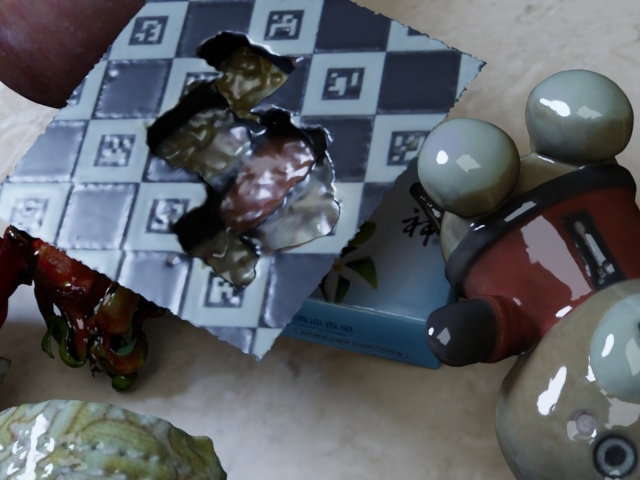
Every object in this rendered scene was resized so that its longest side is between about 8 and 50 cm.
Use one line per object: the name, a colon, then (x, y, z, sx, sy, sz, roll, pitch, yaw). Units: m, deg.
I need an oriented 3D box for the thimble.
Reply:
thimble: (-0.160, 0.205, 0.904, 0.190, 0.137, 0.144, 5, 60, 10)

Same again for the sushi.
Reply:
sushi: (-0.065, -0.070, 0.952, 0.292, 0.059, 0.294, 28, 71, 28)

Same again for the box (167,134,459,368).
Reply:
box: (0.000, 0.000, 0.989, 0.232, 0.083, 0.143, 11, 61, 12)

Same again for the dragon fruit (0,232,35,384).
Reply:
dragon fruit: (-0.393, 0.003, 1.047, 0.343, 0.282, 0.100, 32, 33, 4)

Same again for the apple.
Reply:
apple: (-0.206, -0.273, 1.138, 0.305, 0.235, 0.306, -41, 20, 18)

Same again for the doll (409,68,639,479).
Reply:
doll: (0.183, 0.059, 0.838, 0.235, 0.174, 0.330, -20, 68, -15)

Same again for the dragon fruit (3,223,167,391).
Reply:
dragon fruit: (-0.191, 0.036, 1.034, 0.138, 0.142, 0.175, 4, 75, -28)
